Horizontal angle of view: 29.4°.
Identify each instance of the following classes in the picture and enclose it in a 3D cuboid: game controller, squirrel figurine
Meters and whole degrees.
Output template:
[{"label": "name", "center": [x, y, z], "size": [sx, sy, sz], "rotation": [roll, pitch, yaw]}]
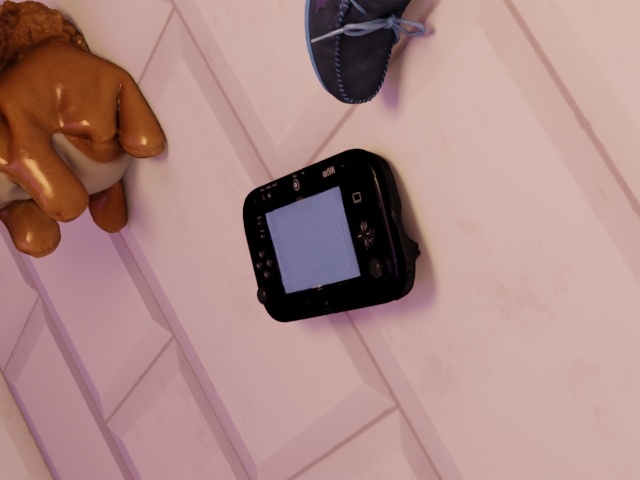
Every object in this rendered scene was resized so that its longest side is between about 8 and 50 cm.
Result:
[{"label": "game controller", "center": [0.000, 0.000, 1.377], "size": [0.319, 0.067, 0.166], "rotation": [-17, 95, 59]}, {"label": "squirrel figurine", "center": [-0.474, -0.159, 1.721], "size": [0.397, 0.370, 0.281], "rotation": [63, 150, 7]}]

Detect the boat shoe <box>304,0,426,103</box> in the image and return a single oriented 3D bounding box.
[{"label": "boat shoe", "center": [0.042, -0.236, 1.119], "size": [0.089, 0.109, 0.258], "rotation": [34, 138, 39]}]
